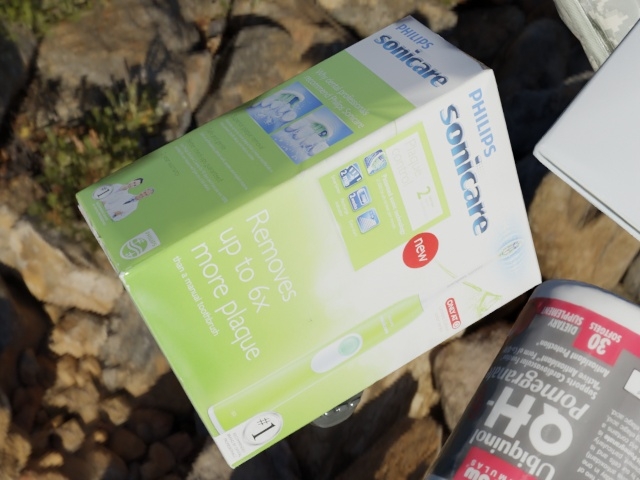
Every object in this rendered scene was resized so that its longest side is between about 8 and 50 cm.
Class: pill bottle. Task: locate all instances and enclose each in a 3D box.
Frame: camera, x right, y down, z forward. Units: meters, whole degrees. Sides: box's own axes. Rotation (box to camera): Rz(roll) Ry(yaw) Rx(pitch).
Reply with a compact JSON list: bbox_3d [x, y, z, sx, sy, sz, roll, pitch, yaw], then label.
[{"bbox_3d":[0.198,0.208,0.961,0.176,0.176,0.318,29,77,17],"label":"pill bottle"}]

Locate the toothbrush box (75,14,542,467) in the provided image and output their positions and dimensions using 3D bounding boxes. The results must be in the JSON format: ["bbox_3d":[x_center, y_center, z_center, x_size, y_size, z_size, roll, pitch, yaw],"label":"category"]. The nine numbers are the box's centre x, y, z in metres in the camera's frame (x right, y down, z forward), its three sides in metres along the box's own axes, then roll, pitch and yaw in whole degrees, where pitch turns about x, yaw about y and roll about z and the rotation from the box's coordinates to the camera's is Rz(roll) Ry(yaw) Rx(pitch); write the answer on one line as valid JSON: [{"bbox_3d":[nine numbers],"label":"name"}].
[{"bbox_3d":[0.000,0.000,0.792,0.283,0.206,0.122,-30,39,-11],"label":"toothbrush box"}]

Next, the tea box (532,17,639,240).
[{"bbox_3d":[0.326,-0.048,0.392,0.323,0.220,0.329,45,104,28],"label":"tea box"}]

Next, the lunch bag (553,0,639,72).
[{"bbox_3d":[0.381,-0.280,1.206,0.256,0.212,0.305,-40,105,-21],"label":"lunch bag"}]

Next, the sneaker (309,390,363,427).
[{"bbox_3d":[-0.033,0.066,1.075,0.107,0.124,0.283,-17,61,-14],"label":"sneaker"}]
